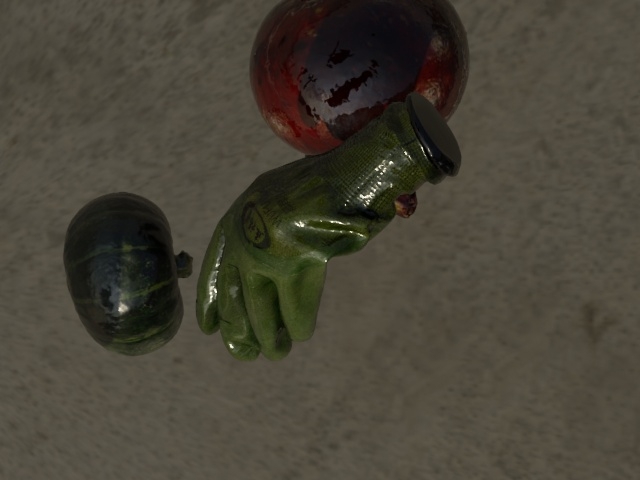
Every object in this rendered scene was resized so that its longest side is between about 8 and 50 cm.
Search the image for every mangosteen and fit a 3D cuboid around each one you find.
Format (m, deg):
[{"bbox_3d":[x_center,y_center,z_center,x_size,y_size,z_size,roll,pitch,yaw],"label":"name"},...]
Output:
[{"bbox_3d":[0.049,-0.141,1.475,0.215,0.215,0.257,-30,116,-16],"label":"mangosteen"}]

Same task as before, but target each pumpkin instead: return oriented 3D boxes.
[{"bbox_3d":[-0.195,0.031,1.526,0.125,0.167,0.167,-23,96,10],"label":"pumpkin"}]

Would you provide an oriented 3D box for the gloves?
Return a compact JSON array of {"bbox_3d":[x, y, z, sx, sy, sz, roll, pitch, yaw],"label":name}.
[{"bbox_3d":[-0.008,-0.010,1.143,0.107,0.135,0.268,33,119,-18],"label":"gloves"}]
